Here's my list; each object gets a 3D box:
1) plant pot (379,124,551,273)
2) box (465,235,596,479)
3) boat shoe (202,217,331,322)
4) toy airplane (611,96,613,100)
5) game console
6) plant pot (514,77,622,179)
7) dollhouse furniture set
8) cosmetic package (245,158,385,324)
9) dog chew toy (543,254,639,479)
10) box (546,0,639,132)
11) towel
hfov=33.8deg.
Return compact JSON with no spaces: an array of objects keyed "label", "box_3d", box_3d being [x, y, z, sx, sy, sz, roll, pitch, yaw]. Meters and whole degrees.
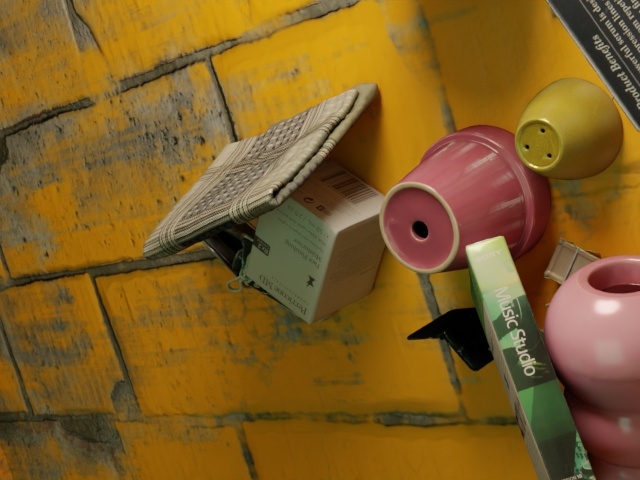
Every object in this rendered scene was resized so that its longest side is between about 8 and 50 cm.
[{"label":"plant pot","box_3d":[0.185,-0.042,1.434,0.201,0.180,0.201,17,118,37]},{"label":"box","box_3d":[0.266,0.176,1.350,0.058,0.232,0.322,-20,70,3]},{"label":"boat shoe","box_3d":[-0.108,0.037,1.793,0.306,0.105,0.113,46,132,19]},{"label":"toy airplane","box_3d":[0.386,-0.237,1.271,0.151,0.028,0.151,19,119,38]},{"label":"game console","box_3d":[0.208,0.142,1.530,0.107,0.122,0.071,49,134,15]},{"label":"plant pot","box_3d":[0.302,-0.133,1.345,0.134,0.095,0.134,18,118,37]},{"label":"dollhouse furniture set","box_3d":[0.344,0.077,1.447,0.076,0.058,0.151,31,107,39]},{"label":"cosmetic package","box_3d":[0.000,0.000,1.642,0.151,0.151,0.183,36,128,28]},{"label":"dog chew toy","box_3d":[0.395,0.190,1.331,0.206,0.206,0.332,10,121,40]},{"label":"box","box_3d":[0.449,-0.316,0.990,0.395,0.293,0.212,-40,79,45]},{"label":"towel","box_3d":[-0.092,-0.112,1.574,0.312,0.324,0.056,-21,112,45]}]
